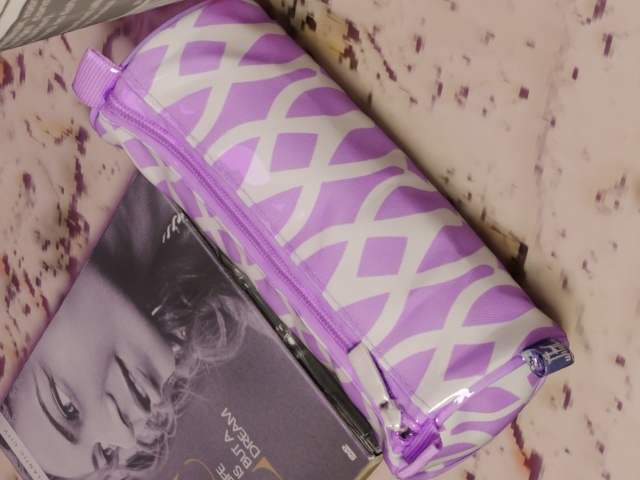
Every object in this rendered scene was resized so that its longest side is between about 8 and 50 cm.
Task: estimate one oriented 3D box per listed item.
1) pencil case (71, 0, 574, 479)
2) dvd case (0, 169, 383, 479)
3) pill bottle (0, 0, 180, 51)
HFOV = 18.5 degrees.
[{"bbox_3d":[0.000,0.000,0.734,0.206,0.088,0.086,48,137,20],"label":"pencil case"},{"bbox_3d":[-0.070,0.091,0.900,0.164,0.018,0.221,51,137,16],"label":"dvd case"},{"bbox_3d":[-0.150,-0.141,0.648,0.176,0.318,0.176,20,121,39],"label":"pill bottle"}]
